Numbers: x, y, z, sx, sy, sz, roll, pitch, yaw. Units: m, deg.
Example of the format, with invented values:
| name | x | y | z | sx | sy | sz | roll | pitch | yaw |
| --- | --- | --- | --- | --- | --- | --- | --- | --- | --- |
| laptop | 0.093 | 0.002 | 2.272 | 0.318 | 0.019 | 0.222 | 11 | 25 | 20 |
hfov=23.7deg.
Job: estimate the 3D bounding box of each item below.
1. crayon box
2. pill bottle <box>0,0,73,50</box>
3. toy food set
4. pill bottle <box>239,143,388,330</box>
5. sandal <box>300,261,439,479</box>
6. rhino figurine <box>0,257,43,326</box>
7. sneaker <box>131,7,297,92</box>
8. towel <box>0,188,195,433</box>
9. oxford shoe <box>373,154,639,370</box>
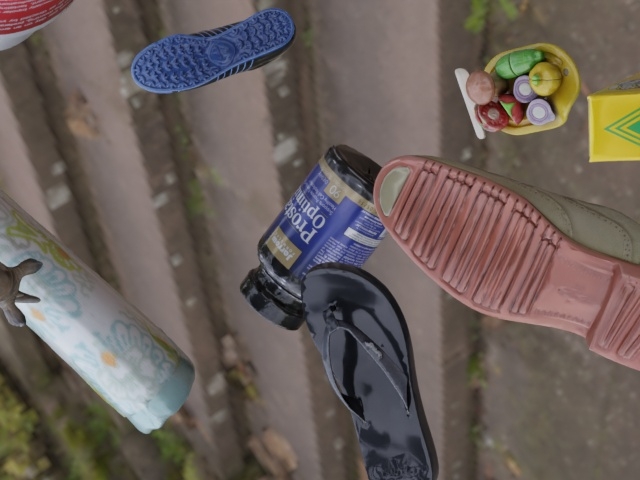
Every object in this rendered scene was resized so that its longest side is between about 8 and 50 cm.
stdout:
| name | x | y | z | sx | sy | sz | roll | pitch | yaw |
| --- | --- | --- | --- | --- | --- | --- | --- | --- | --- |
| crayon box | 0.582 | -0.190 | 2.203 | 0.313 | 0.363 | 0.106 | -2 | 100 | 25 |
| pill bottle | -0.319 | -0.333 | 1.477 | 0.229 | 0.229 | 0.407 | 57 | 158 | 3 |
| toy food set | 0.276 | -0.215 | 2.242 | 0.218 | 0.071 | 0.128 | -11 | 93 | 44 |
| pill bottle | 0.000 | 0.000 | 1.871 | 0.123 | 0.219 | 0.123 | 34 | -164 | -11 |
| sandal | 0.051 | 0.139 | 1.505 | 0.054 | 0.097 | 0.254 | -25 | -87 | -64 |
| rhino figurine | -0.297 | 0.015 | 1.136 | 0.106 | 0.073 | 0.243 | -1 | 161 | 36 |
| sneaker | -0.142 | -0.252 | 2.087 | 0.090 | 0.232 | 0.081 | 66 | -173 | -85 |
| towel | -0.284 | 0.053 | 1.613 | 0.320 | 0.090 | 0.374 | 42 | 174 | -10 |
| oxford shoe | 0.245 | 0.010 | 1.659 | 0.397 | 0.146 | 0.140 | 29 | 122 | 2 |
